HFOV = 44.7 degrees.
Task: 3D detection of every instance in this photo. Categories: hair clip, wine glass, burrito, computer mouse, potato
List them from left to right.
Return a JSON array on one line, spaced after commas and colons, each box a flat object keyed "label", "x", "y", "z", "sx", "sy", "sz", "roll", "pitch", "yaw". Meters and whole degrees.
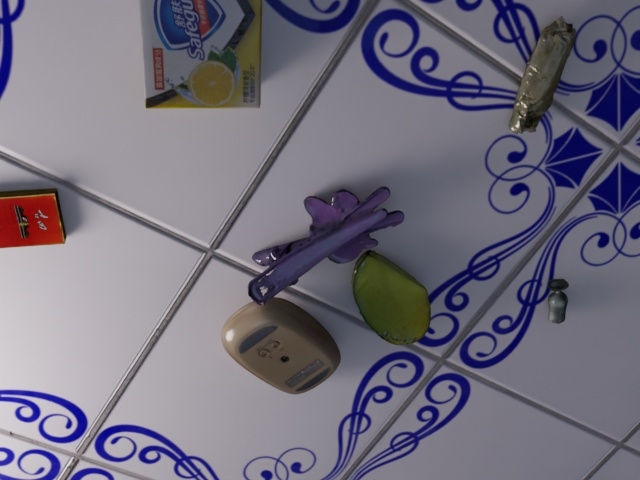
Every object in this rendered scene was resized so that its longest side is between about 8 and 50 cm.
[{"label": "computer mouse", "x": -0.068, "y": 0.179, "z": 1.346, "sx": 0.145, "sy": 0.082, "sz": 0.236, "roll": -38, "pitch": 130, "yaw": 14}, {"label": "hair clip", "x": -0.005, "y": -0.002, "z": 1.265, "sx": 0.278, "sy": 0.090, "sz": 0.137, "roll": -33, "pitch": 107, "yaw": 0}, {"label": "potato", "x": 0.118, "y": 0.094, "z": 1.354, "sx": 0.119, "sy": 0.054, "sz": 0.198, "roll": -38, "pitch": 114, "yaw": 12}, {"label": "burrito", "x": 0.343, "y": -0.251, "z": 1.202, "sx": 0.058, "sy": 0.045, "sz": 0.188, "roll": 5, "pitch": 116, "yaw": -21}, {"label": "wine glass", "x": 0.433, "y": 0.113, "z": 1.427, "sx": 0.038, "sy": 0.042, "sz": 0.083, "roll": 7, "pitch": 125, "yaw": 20}]

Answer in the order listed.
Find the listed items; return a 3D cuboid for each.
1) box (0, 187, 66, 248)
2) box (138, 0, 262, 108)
[{"label": "box", "x": -0.465, "y": -0.033, "z": 1.195, "sx": 0.133, "sy": 0.023, "sz": 0.090, "roll": -3, "pitch": 122, "yaw": -8}, {"label": "box", "x": -0.160, "y": -0.314, "z": 1.047, "sx": 0.168, "sy": 0.097, "sz": 0.265, "roll": -1, "pitch": 119, "yaw": -10}]
